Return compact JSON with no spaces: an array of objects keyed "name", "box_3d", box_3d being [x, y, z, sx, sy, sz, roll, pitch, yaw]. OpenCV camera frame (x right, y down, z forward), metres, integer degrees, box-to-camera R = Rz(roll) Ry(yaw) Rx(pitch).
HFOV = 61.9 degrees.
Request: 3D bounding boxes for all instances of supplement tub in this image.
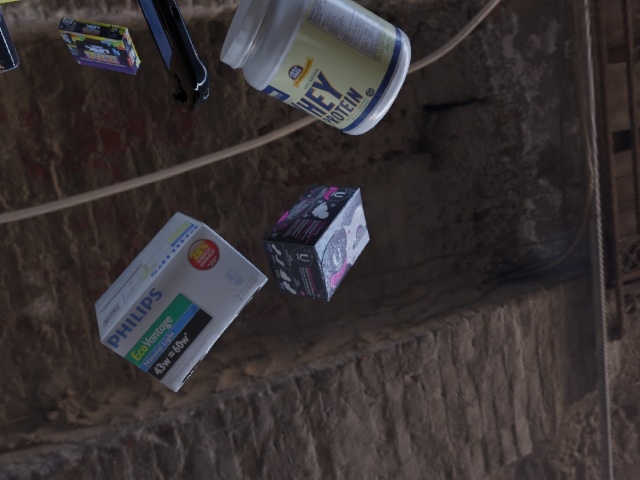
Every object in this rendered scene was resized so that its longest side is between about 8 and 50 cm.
[{"name":"supplement tub","box_3d":[-0.011,-0.379,1.070,0.235,0.325,0.235,-50,-152,40]}]

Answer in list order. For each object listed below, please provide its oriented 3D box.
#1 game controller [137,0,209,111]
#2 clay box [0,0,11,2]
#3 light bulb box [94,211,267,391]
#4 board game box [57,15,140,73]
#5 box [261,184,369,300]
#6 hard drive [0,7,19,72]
[{"name":"game controller","box_3d":[-0.247,-0.355,0.801,0.166,0.067,0.319,-159,-133,-79]},{"name":"clay box","box_3d":[-0.390,-0.333,0.575,0.053,0.128,0.221,121,-49,-72]},{"name":"light bulb box","box_3d":[-0.377,0.137,1.394,0.225,0.358,0.361,43,-11,-24]},{"name":"board game box","box_3d":[-0.591,-0.522,1.435,0.141,0.171,0.048,99,1,-69]},{"name":"box","box_3d":[0.000,0.000,1.266,0.142,0.247,0.163,7,-52,30]},{"name":"hard drive","box_3d":[-0.836,-0.435,1.204,0.054,0.255,0.172,60,-25,26]}]
